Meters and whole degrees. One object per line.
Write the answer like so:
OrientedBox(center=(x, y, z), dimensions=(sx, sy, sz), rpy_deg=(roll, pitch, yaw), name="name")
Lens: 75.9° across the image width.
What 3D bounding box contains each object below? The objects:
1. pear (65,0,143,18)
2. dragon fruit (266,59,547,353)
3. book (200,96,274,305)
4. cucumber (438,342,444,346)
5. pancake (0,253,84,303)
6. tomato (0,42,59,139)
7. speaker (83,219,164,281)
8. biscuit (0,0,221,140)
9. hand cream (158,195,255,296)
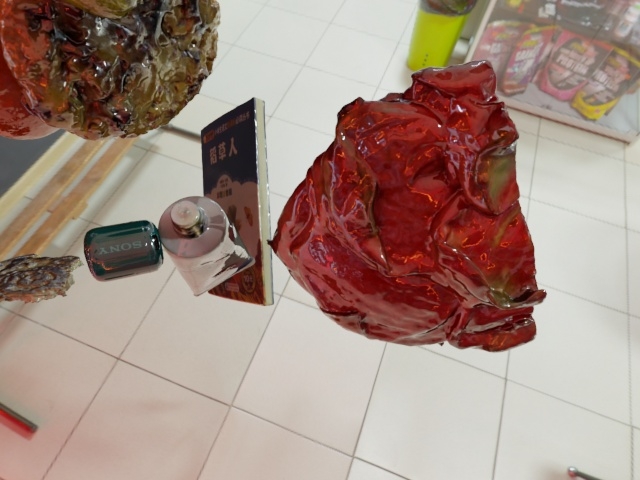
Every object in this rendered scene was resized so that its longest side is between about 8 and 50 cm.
OrientedBox(center=(-0.205, -0.262, 0.350), dimensions=(0.107, 0.131, 0.107), rpy_deg=(-15, 54, 21), name="pear")
OrientedBox(center=(0.085, 0.020, 0.427), dimensions=(0.285, 0.329, 0.228), rpy_deg=(-15, 69, -2), name="dragon fruit")
OrientedBox(center=(-0.201, -0.075, 0.948), dimensions=(0.039, 0.300, 0.428), rpy_deg=(-3, 90, -36), name="book")
OrientedBox(center=(0.262, 0.228, 1.143), dimensions=(0.187, 0.058, 0.058), rpy_deg=(24, 61, 5), name="cucumber")
OrientedBox(center=(-0.569, 0.081, 0.738), dimensions=(0.257, 0.056, 0.212), rpy_deg=(-9, 23, -26), name="pancake")
OrientedBox(center=(-0.477, -0.279, 0.607), dimensions=(0.180, 0.260, 0.260), rpy_deg=(-35, 67, -17), name="tomato")
OrientedBox(center=(-0.219, 0.019, 0.462), dimensions=(0.075, 0.094, 0.060), rpy_deg=(-12, 67, -23), name="speaker")
OrientedBox(center=(-0.252, -0.274, 0.571), dimensions=(0.081, 0.290, 0.334), rpy_deg=(31, 39, 13), name="biscuit")
OrientedBox(center=(-0.159, 0.023, 0.597), dimensions=(0.124, 0.341, 0.078), rpy_deg=(-32, 77, -13), name="hand cream")
